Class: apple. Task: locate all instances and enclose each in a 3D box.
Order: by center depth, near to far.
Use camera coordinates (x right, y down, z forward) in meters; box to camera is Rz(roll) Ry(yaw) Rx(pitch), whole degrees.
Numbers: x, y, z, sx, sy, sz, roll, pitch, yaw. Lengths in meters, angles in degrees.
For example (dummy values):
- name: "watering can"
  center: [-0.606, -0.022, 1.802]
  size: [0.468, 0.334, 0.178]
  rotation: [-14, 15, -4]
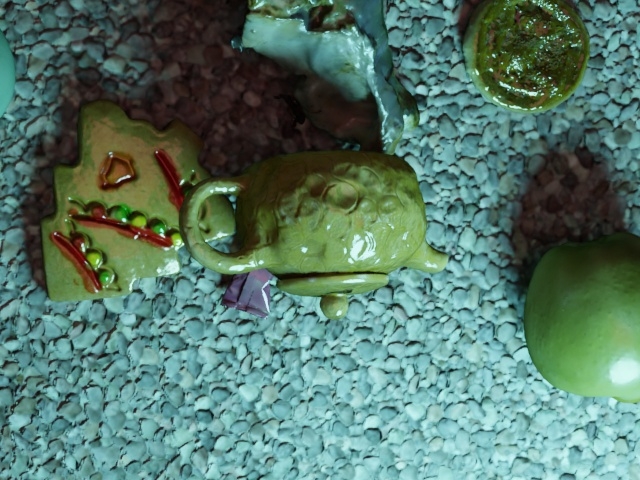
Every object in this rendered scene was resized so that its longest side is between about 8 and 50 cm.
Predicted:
- name: "apple"
  center: [0.319, 0.090, 1.563]
  size: [0.200, 0.200, 0.200]
  rotation: [-2, 98, -13]

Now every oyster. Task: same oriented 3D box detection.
- name: "oyster"
  center: [0.002, -0.220, 1.462]
  size: [0.198, 0.133, 0.337]
  rotation: [-49, 129, -35]

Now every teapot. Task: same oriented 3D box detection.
- name: "teapot"
  center: [0.000, 0.000, 1.449]
  size: [0.311, 0.203, 0.167]
  rotation: [1, 82, -29]

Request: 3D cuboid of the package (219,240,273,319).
- name: "package"
  center: [-0.072, 0.042, 1.541]
  size: [0.059, 0.029, 0.083]
  rotation: [20, 93, -9]

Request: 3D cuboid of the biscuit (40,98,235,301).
- name: "biscuit"
  center: [-0.214, -0.027, 1.493]
  size: [0.212, 0.041, 0.239]
  rotation: [40, 87, -17]

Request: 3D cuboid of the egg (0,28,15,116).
- name: "egg"
  center: [-0.413, -0.182, 1.358]
  size: [0.231, 0.168, 0.168]
  rotation: [22, 92, -11]

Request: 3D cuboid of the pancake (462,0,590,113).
- name: "pancake"
  center: [0.235, -0.219, 1.577]
  size: [0.158, 0.028, 0.158]
  rotation: [-2, 98, -16]
